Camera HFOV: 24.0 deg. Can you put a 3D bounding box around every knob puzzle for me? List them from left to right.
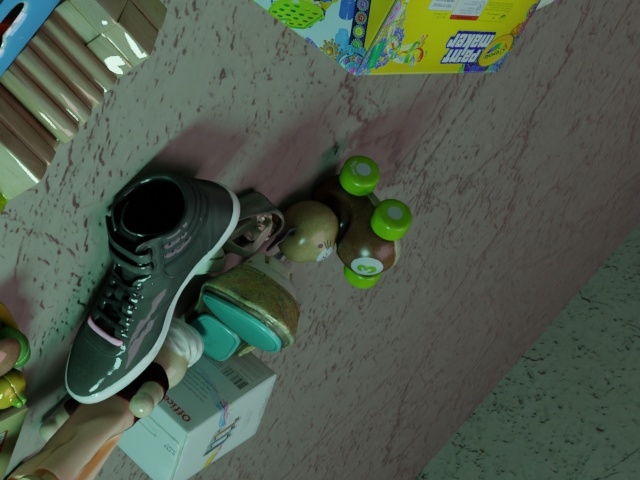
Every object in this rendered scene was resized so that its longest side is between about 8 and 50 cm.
[{"bbox_3d":[-0.427,0.267,1.676,0.213,0.030,0.213,-40,161,-16],"label":"knob puzzle"}]

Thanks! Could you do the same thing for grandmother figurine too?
[{"bbox_3d":[-0.252,0.206,1.767,0.342,0.207,0.104,-48,122,-45],"label":"grandmother figurine"}]

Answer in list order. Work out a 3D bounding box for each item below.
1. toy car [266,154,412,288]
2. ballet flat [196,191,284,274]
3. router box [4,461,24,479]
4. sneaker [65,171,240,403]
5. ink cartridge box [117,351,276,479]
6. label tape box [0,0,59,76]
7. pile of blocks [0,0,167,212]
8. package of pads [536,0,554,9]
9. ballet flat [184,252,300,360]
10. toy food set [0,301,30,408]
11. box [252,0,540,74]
[{"bbox_3d":[0.000,0.000,1.981,0.188,0.149,0.155,-24,158,-30],"label":"toy car"},{"bbox_3d":[-0.124,0.002,1.809,0.213,0.068,0.072,-31,151,-42],"label":"ballet flat"},{"bbox_3d":[-0.384,0.364,1.905,0.133,0.046,0.179,-46,158,-13],"label":"router box"},{"bbox_3d":[-0.215,0.042,1.659,0.296,0.104,0.147,-55,155,-1],"label":"sneaker"},{"bbox_3d":[-0.172,0.216,1.978,0.176,0.128,0.127,-28,150,-43],"label":"ink cartridge box"},{"bbox_3d":[-0.321,-0.202,1.021,0.249,0.115,0.347,-51,162,1],"label":"label tape box"},{"bbox_3d":[-0.285,-0.109,1.289,0.113,0.149,0.362,47,67,-26],"label":"pile of blocks"},{"bbox_3d":[0.251,-0.389,1.887,0.296,0.101,0.229,-28,148,-44],"label":"package of pads"},{"bbox_3d":[-0.086,0.073,1.824,0.123,0.123,0.348,-44,-176,-17],"label":"ballet flat"},{"bbox_3d":[-0.352,0.133,1.555,0.128,0.071,0.218,-45,158,-16],"label":"toy food set"},{"bbox_3d":[0.040,-0.296,1.360,0.290,0.279,0.177,-11,135,-58],"label":"box"}]
